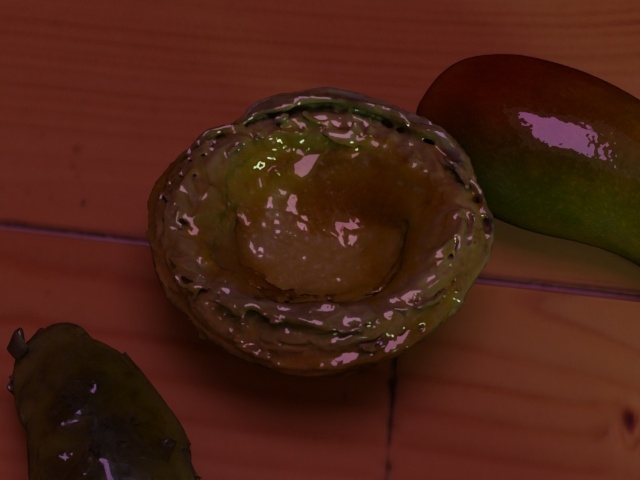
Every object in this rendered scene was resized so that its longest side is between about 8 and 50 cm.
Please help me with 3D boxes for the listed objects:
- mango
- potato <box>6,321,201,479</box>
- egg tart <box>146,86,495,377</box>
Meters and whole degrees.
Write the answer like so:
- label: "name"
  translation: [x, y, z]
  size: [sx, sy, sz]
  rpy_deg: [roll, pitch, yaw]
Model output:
- label: "mango"
  translation: [0.216, -0.065, 1.531]
  size: [0.289, 0.129, 0.146]
  rpy_deg: [22, 52, 6]
- label: "potato"
  translation: [-0.158, 0.149, 1.323]
  size: [0.117, 0.090, 0.225]
  rpy_deg: [-13, 54, -22]
- label: "egg tart"
  translation: [0.000, 0.000, 1.452]
  size: [0.288, 0.118, 0.288]
  rpy_deg: [0, 50, 0]
